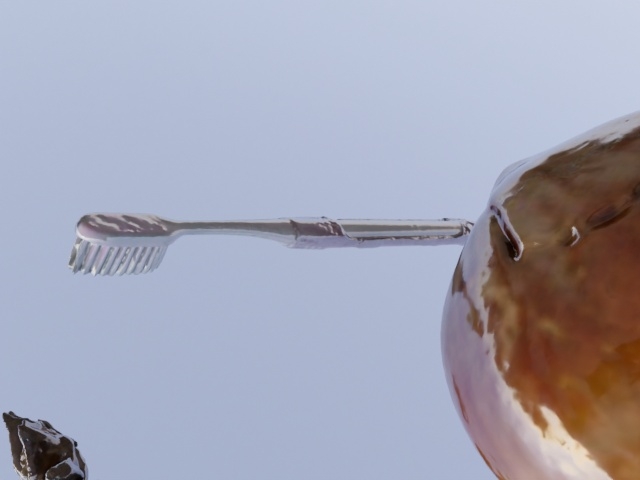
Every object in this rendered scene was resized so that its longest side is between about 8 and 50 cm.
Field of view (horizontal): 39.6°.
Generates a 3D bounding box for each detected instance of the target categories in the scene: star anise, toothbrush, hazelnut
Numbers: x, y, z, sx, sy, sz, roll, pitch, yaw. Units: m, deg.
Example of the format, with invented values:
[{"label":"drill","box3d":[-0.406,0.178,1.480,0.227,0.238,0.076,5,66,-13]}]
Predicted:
[{"label":"star anise","box3d":[-0.236,0.247,0.857,0.065,0.195,0.182,-32,-132,-28]},{"label":"toothbrush","box3d":[0.000,0.000,0.548,0.354,0.029,0.024,-2,-143,-49]},{"label":"hazelnut","box3d":[0.143,0.038,0.371,0.182,0.182,0.182,2,-128,-2]}]
